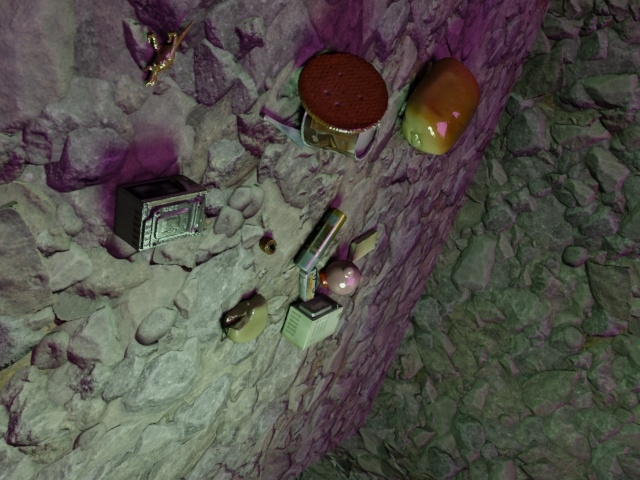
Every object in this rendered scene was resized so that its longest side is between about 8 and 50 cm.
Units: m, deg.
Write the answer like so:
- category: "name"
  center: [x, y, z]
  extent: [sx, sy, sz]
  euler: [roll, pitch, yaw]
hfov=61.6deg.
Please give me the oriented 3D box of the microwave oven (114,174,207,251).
- category: "microwave oven"
  center: [-0.415, -0.074, 1.412]
  extent: [0.205, 0.129, 0.162]
  euler: [-22, 132, -49]

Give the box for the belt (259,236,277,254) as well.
- category: "belt"
  center: [-0.188, 0.019, 1.963]
  extent: [0.059, 0.036, 0.083]
  euler: [-56, 153, -10]

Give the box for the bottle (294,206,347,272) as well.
- category: "bottle"
  center: [0.000, 0.000, 2.202]
  extent: [0.286, 0.082, 0.082]
  euler: [-56, 152, -9]

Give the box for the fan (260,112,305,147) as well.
- category: "fan"
  center: [-0.112, -0.367, 1.749]
  extent: [0.057, 0.023, 0.282]
  euler: [-61, 153, 5]

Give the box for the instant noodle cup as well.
- category: "instant noodle cup"
  center: [0.075, -0.386, 1.814]
  extent: [0.217, 0.208, 0.217]
  euler: [-48, 154, -33]

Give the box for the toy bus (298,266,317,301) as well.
- category: "toy bus"
  center: [-0.055, 0.183, 2.311]
  extent: [0.072, 0.057, 0.171]
  euler: [-27, 138, -32]

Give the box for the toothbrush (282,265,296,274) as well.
- category: "toothbrush"
  center: [-0.120, 0.118, 2.194]
  extent: [0.097, 0.008, 0.006]
  euler: [-32, 155, -43]

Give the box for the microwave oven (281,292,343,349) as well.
- category: "microwave oven"
  center: [-0.035, 0.350, 2.403]
  extent: [0.241, 0.145, 0.193]
  euler: [-16, 128, -53]

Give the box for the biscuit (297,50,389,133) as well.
- category: "biscuit"
  center: [0.073, -0.467, 1.695]
  extent: [0.305, 0.305, 0.038]
  euler: [-46, 176, -25]

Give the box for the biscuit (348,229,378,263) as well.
- category: "biscuit"
  center: [0.207, 0.028, 2.611]
  extent: [0.199, 0.041, 0.121]
  euler: [-29, 136, -46]

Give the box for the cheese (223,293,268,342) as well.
- category: "cheese"
  center: [-0.282, 0.306, 2.017]
  extent: [0.203, 0.091, 0.175]
  euler: [-25, 134, -48]

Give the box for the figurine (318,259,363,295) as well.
- category: "figurine"
  center: [0.099, 0.166, 2.428]
  extent: [0.173, 0.173, 0.173]
  euler: [-39, 145, -34]

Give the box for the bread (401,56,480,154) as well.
- category: "bread"
  center: [0.536, -0.568, 2.376]
  extent: [0.376, 0.253, 0.348]
  euler: [-50, 154, -15]

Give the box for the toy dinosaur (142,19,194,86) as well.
- category: "toy dinosaur"
  center: [-0.357, -0.442, 1.270]
  extent: [0.162, 0.039, 0.126]
  euler: [-41, 157, -40]
